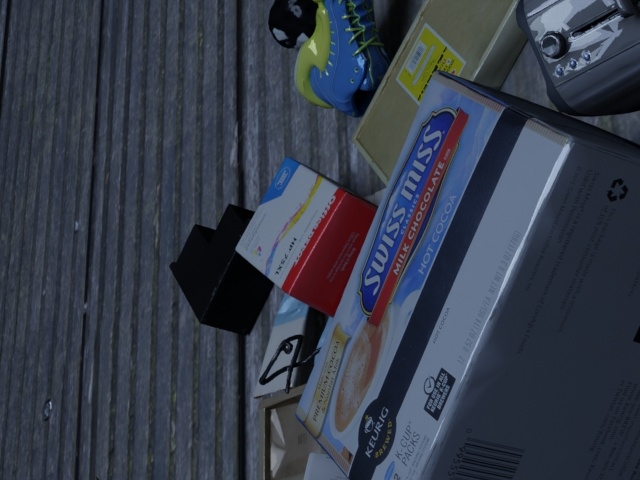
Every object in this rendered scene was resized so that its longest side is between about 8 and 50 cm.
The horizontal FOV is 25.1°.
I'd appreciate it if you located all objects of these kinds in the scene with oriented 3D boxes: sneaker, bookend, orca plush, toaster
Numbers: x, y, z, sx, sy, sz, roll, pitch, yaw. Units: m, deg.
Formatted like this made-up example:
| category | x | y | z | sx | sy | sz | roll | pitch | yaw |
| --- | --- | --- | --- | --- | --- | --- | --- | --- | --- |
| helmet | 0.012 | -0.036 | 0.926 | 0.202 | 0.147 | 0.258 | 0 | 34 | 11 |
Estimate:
| category | x | y | z | sx | sy | sz | roll | pitch | yaw |
| --- | --- | --- | --- | --- | --- | --- | --- | --- | --- |
| sneaker | 0.048 | -0.252 | 1.708 | 0.126 | 0.091 | 0.240 | 38 | 135 | 29 |
| bookend | -0.118 | 0.015 | 1.894 | 0.156 | 0.072 | 0.157 | -63 | 31 | 16 |
| orca plush | 0.001 | -0.326 | 1.828 | 0.287 | 0.102 | 0.151 | -6 | 71 | 58 |
| toaster | 0.286 | -0.189 | 1.211 | 0.146 | 0.227 | 0.129 | -28 | 79 | 43 |

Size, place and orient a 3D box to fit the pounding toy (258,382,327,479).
| category | x | y | z | sx | sy | sz | roll | pitch | yaw |
| --- | --- | --- | --- | --- | --- | --- | --- | --- | --- |
| pounding toy | -0.006 | 0.223 | 1.605 | 0.141 | 0.100 | 0.130 | -25 | 55 | 40 |

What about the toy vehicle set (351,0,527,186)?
| category | x | y | z | sx | sy | sz | roll | pitch | yaw |
| --- | --- | --- | --- | --- | --- | --- | --- | --- | --- |
| toy vehicle set | 0.135 | -0.182 | 1.601 | 0.267 | 0.035 | 0.166 | -61 | 32 | 21 |

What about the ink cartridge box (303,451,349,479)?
| category | x | y | z | sx | sy | sz | roll | pitch | yaw |
| --- | --- | --- | --- | --- | --- | --- | --- | --- | --- |
| ink cartridge box | 0.008 | 0.322 | 1.324 | 0.218 | 0.092 | 0.158 | -70 | -10 | -66 |

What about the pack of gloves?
| category | x | y | z | sx | sy | sz | roll | pitch | yaw |
| --- | --- | --- | --- | --- | --- | --- | --- | --- | --- |
| pack of gloves | 0.015 | 0.071 | 1.692 | 0.195 | 0.046 | 0.232 | -24 | 45 | 52 |

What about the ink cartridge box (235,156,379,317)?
| category | x | y | z | sx | sy | sz | roll | pitch | yaw |
| --- | --- | --- | --- | --- | --- | --- | --- | --- | --- |
| ink cartridge box | 0.000 | 0.000 | 1.646 | 0.134 | 0.078 | 0.231 | -61 | 27 | 3 |

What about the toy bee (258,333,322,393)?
| category | x | y | z | sx | sy | sz | roll | pitch | yaw |
| --- | --- | --- | --- | --- | --- | --- | --- | --- | --- |
| toy bee | 0.104 | 0.070 | 1.429 | 0.162 | 0.195 | 0.298 | 37 | 94 | 14 |

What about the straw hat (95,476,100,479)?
| category | x | y | z | sx | sy | sz | roll | pitch | yaw |
| --- | --- | --- | --- | --- | --- | --- | --- | --- | --- |
| straw hat | -0.243 | 0.363 | 1.942 | 0.061 | 0.144 | 0.144 | -31 | 32 | -10 |

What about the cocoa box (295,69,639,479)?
| category | x | y | z | sx | sy | sz | roll | pitch | yaw |
| --- | --- | --- | --- | --- | --- | --- | --- | --- | --- |
| cocoa box | 0.170 | 0.067 | 1.225 | 0.228 | 0.231 | 0.347 | 40 | 111 | 59 |
